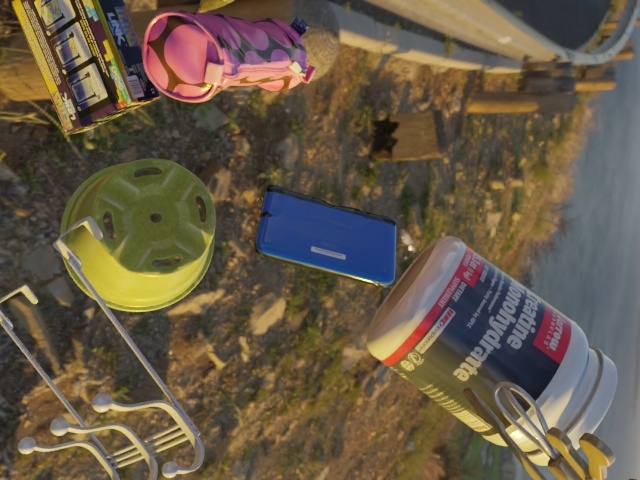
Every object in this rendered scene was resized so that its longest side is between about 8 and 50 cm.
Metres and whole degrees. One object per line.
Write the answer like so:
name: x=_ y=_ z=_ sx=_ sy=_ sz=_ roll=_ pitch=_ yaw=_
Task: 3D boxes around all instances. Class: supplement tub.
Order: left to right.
supplement tub: x=0.215 y=0.140 z=0.820 sx=0.191 sy=0.272 sz=0.191 roll=-54 pitch=178 yaw=-3

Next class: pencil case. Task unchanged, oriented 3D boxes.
pencil case: x=-0.086 y=-0.190 z=0.656 sx=0.095 sy=0.098 sz=0.209 roll=-56 pitch=170 yaw=28

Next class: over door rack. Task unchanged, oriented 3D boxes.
over door rack: x=-0.305 y=0.171 z=0.787 sx=0.108 sy=0.239 sz=0.324 roll=-22 pitch=83 yaw=-52

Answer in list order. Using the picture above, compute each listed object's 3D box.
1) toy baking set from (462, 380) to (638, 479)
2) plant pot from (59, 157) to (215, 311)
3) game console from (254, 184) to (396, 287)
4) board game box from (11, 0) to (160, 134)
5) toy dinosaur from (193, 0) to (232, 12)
toy baking set: x=0.248 y=0.224 z=0.602 sx=0.030 sy=0.256 sz=0.196 roll=-37 pitch=112 yaw=-16
plant pot: x=-0.288 y=-0.021 z=1.046 sx=0.276 sy=0.254 sz=0.276 roll=3 pitch=83 yaw=-20
game console: x=0.000 y=0.000 z=1.368 sx=0.173 sy=0.293 sz=0.250 roll=117 pitch=-16 yaw=-51
board game box: x=-0.279 y=-0.227 z=0.749 sx=0.048 sy=0.141 sz=0.170 roll=-32 pitch=107 yaw=-50
toy dinosaur: x=-0.200 y=-0.586 z=1.325 sx=0.313 sy=0.160 sz=0.121 roll=-62 pitch=173 yaw=5
